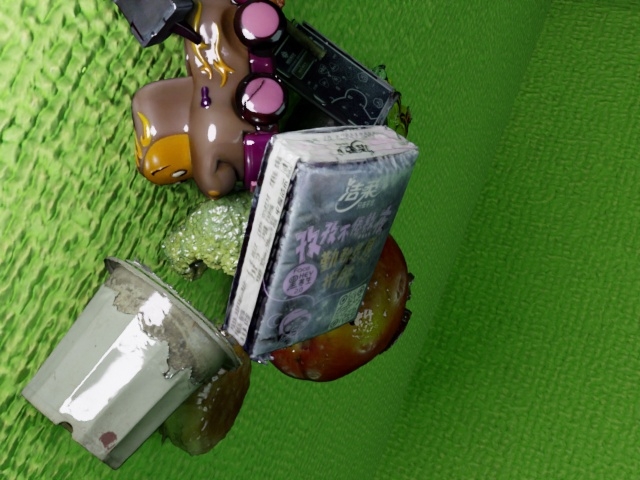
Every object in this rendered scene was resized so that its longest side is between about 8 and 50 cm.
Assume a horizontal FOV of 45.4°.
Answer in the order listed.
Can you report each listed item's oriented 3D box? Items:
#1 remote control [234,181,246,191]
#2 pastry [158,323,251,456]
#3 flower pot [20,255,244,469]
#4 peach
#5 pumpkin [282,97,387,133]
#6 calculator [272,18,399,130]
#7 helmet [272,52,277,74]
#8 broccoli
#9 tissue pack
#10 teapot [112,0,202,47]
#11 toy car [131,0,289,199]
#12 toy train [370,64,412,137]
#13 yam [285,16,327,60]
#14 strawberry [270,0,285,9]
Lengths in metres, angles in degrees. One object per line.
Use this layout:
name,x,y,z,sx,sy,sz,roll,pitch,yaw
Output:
remote control,-0.121,-0.101,1.509,0.344,0.145,0.050,24,79,-66
pastry,-0.235,0.306,1.561,0.236,0.120,0.257,89,26,-44
flower pot,-0.296,0.200,1.186,0.259,0.290,0.290,-52,151,-21
peach,0.035,0.113,1.741,0.416,0.339,0.353,-37,151,-55
pumpkin,0.037,-0.210,1.712,0.300,0.207,0.300,-53,158,-32
calculator,0.026,-0.331,1.578,0.166,0.274,0.028,-61,-169,-29
helmet,-0.119,-0.328,1.452,0.123,0.070,0.098,33,74,-65
broccoli,-0.149,0.018,1.390,0.254,0.186,0.302,-13,165,-24
tissue pack,0.000,0.000,1.215,0.259,0.122,0.361,-15,132,-42
teapot,-0.230,-0.350,1.091,0.087,0.177,0.096,-39,173,32
toy car,-0.176,-0.233,1.210,0.271,0.240,0.341,128,-42,-78
toy train,0.166,-0.347,2.058,0.296,0.100,0.161,57,46,-60
yam,-0.044,-0.413,1.542,0.027,0.129,0.033,-24,-150,57
strawberry,-0.118,-0.451,1.348,0.145,0.086,0.145,11,90,-71
